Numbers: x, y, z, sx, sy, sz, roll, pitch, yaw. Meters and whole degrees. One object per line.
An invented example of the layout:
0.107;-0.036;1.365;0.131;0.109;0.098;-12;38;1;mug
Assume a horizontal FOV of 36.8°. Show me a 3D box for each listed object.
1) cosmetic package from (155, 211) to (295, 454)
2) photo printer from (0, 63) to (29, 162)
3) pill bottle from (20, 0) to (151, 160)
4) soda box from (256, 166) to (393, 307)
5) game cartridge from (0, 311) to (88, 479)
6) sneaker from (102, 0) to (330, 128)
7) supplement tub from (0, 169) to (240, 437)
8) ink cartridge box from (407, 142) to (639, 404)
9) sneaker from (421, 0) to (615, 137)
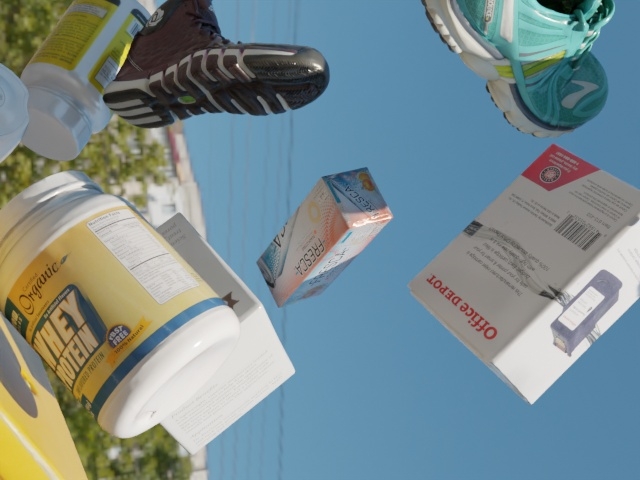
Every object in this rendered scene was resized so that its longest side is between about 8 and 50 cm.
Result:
-0.143;0.102;1.018;0.151;0.151;0.183;46;-13;28;cosmetic package
-0.466;-0.118;0.960;0.256;0.308;0.107;-19;-107;42;photo printer
-0.299;-0.209;1.205;0.119;0.119;0.208;-45;-163;58;pill bottle
0.000;0.000;0.993;0.063;0.058;0.183;63;-36;17;soda box
-0.309;0.087;0.826;0.285;0.053;0.323;46;-14;50;game cartridge
-0.115;-0.227;1.094;0.281;0.106;0.162;-3;-118;24;sneaker
-0.181;0.052;0.819;0.200;0.144;0.144;45;-39;13;supplement tub
0.239;0.032;1.047;0.237;0.100;0.172;-45;-144;-1;ink cartridge box
0.174;-0.160;0.743;0.110;0.275;0.107;-12;-112;31;sneaker
